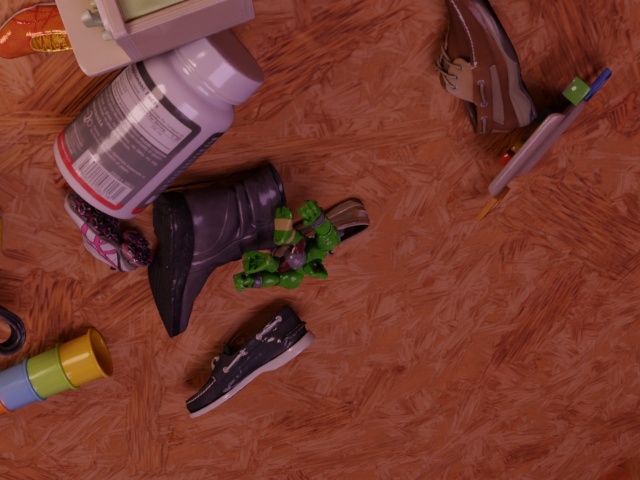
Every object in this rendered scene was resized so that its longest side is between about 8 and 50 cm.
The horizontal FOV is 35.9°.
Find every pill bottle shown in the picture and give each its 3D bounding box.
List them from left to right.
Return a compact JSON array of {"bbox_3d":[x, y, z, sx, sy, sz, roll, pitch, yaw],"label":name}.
[{"bbox_3d":[-0.223,-0.176,1.377,0.283,0.161,0.161,-41,136,18],"label":"pill bottle"}]

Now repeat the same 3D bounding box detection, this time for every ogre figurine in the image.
[{"bbox_3d":[-0.045,0.021,1.614,0.118,0.097,0.197,22,101,-44],"label":"ogre figurine"}]

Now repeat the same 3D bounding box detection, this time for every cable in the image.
[{"bbox_3d":[-0.523,0.078,1.511,0.139,0.072,0.287,-39,131,-42],"label":"cable"}]

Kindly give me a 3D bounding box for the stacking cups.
[{"bbox_3d":[-0.530,0.253,1.754,0.316,0.096,0.096,-21,139,5],"label":"stacking cups"}]

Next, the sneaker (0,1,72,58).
[{"bbox_3d":[-0.342,-0.276,1.290,0.175,0.067,0.064,-20,140,-1],"label":"sneaker"}]

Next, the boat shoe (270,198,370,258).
[{"bbox_3d":[0.000,0.000,1.729,0.190,0.072,0.068,-33,138,11],"label":"boat shoe"}]

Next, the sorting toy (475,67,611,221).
[{"bbox_3d":[0.362,-0.169,1.698,0.348,0.047,0.196,-52,168,28],"label":"sorting toy"}]

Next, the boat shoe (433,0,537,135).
[{"bbox_3d":[0.241,-0.266,1.529,0.120,0.123,0.324,-26,139,10],"label":"boat shoe"}]

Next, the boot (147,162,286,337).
[{"bbox_3d":[-0.165,0.028,1.663,0.222,0.118,0.338,-15,147,-25],"label":"boot"}]

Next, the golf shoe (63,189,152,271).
[{"bbox_3d":[-0.351,-0.007,1.564,0.086,0.067,0.186,-17,135,23],"label":"golf shoe"}]

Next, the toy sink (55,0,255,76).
[{"bbox_3d":[-0.216,-0.317,1.204,0.234,0.153,0.131,-19,178,-1],"label":"toy sink"}]

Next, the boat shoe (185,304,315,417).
[{"bbox_3d":[-0.150,0.232,1.894,0.302,0.091,0.114,-36,-179,12],"label":"boat shoe"}]
